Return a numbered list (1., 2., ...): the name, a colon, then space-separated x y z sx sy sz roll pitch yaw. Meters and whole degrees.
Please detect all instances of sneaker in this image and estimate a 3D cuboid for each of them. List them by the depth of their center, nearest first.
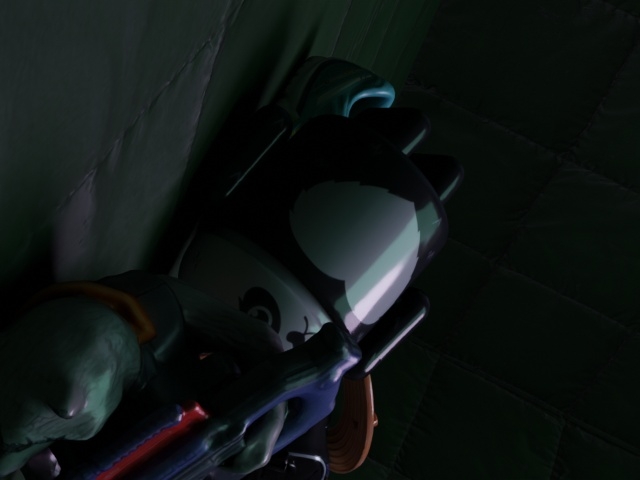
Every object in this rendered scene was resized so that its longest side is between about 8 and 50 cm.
1. sneaker: -0.013 -0.073 1.129 0.107 0.110 0.275 73 39 -60

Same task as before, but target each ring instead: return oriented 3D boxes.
1. ring: -0.012 0.130 1.428 0.032 0.336 0.336 -16 154 -22

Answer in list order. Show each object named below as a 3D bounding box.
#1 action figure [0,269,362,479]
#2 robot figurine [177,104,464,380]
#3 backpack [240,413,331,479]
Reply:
1. action figure: -0.154 0.123 0.693 0.341 0.178 0.330 -33 164 -10
2. robot figurine: 0.002 0.002 0.995 0.278 0.209 0.173 -46 166 -17
3. backpack: -0.102 0.264 1.384 0.191 0.225 0.253 -85 -177 -47
